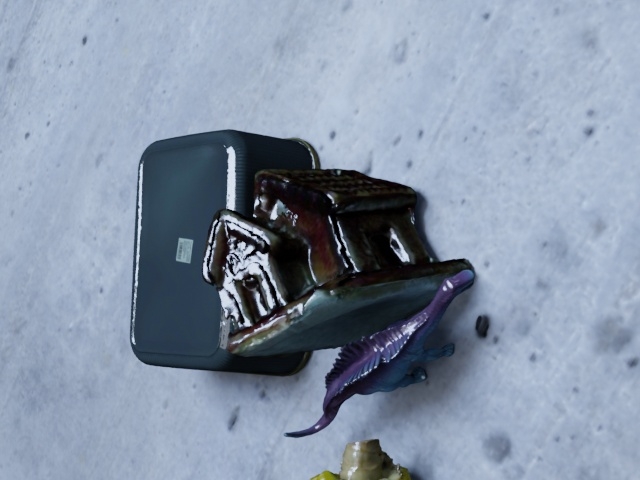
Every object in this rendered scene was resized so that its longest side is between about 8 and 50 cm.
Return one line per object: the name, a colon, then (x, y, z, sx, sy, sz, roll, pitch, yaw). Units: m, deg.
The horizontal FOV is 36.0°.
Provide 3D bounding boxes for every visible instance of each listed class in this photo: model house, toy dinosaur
model house: (-0.006, 0.001, 0.721, 0.106, 0.165, 0.152, -54, 50, 44)
toy dinosaur: (0.045, 0.083, 0.698, 0.197, 0.080, 0.045, -46, 60, 28)

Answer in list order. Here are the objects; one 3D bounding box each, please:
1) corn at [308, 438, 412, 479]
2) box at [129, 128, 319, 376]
corn: (0.027, 0.269, 0.682, 0.097, 0.097, 0.262, -3, 84, 42)
box: (-0.085, 0.011, 0.819, 0.144, 0.090, 0.201, -1, 84, 43)
